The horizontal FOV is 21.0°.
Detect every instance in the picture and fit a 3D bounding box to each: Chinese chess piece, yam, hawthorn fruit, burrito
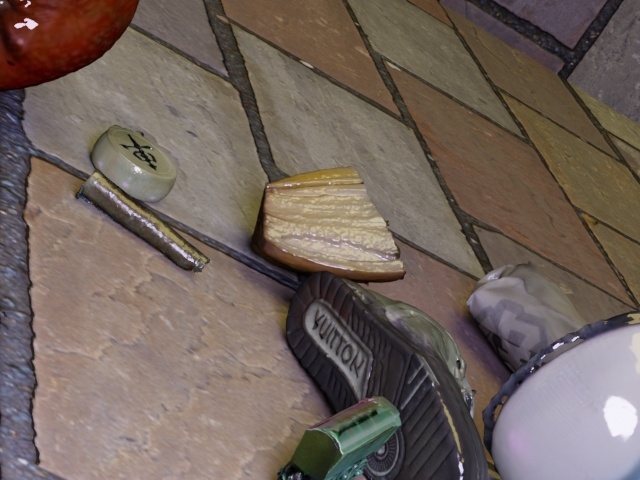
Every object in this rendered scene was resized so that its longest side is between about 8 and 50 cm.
[{"bbox_3d":[-0.174,-0.071,1.617,0.084,0.034,0.084,32,19,-13],"label":"Chinese chess piece"},{"bbox_3d":[-0.156,-0.011,1.519,0.129,0.033,0.027,39,-9,-4],"label":"yam"},{"bbox_3d":[-0.294,-0.271,1.551,0.275,0.275,0.299,27,5,-24],"label":"hawthorn fruit"},{"bbox_3d":[0.293,0.171,1.744,0.139,0.101,0.445,40,9,-50],"label":"burrito"}]

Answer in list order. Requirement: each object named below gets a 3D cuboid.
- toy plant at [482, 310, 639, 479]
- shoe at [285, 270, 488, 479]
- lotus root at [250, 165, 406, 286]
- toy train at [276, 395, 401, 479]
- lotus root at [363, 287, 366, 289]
[{"bbox_3d":[0.299,0.247,1.418,0.247,0.247,0.332,21,30,-37],"label":"toy plant"},{"bbox_3d":[0.090,0.132,1.458,0.149,0.109,0.293,16,23,-37],"label":"shoe"},{"bbox_3d":[-0.003,-0.002,1.657,0.135,0.095,0.159,6,38,-15],"label":"lotus root"},{"bbox_3d":[0.012,0.160,1.311,0.038,0.071,0.148,39,18,14],"label":"toy train"},{"bbox_3d":[0.046,0.068,1.660,0.083,0.037,0.030,30,15,-16],"label":"lotus root"}]
